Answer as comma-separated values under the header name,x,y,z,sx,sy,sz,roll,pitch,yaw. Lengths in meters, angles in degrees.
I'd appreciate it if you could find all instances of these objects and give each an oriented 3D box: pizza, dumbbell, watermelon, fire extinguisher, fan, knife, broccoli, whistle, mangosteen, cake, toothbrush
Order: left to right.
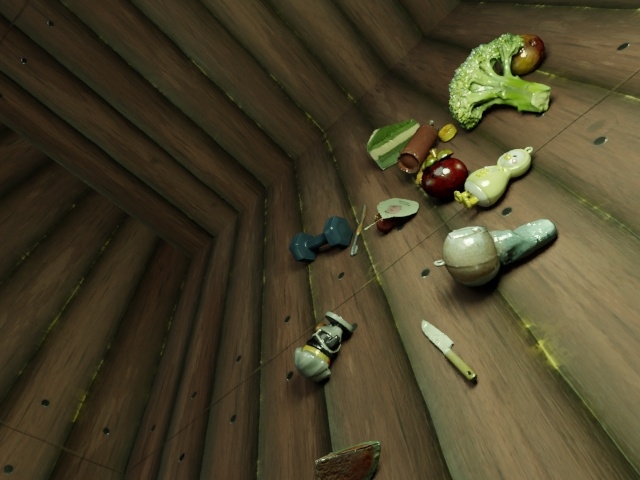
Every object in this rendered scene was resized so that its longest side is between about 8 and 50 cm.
name,x,y,z,sx,sy,sz,roll,pitch,yaw
dumbbell,0.000,0.000,2.042,0.324,0.159,0.144,-23,67,41
watermelon,0.072,0.601,1.091,0.207,0.202,0.136,-43,65,17
toothbrush,0.182,-0.054,1.969,0.031,0.023,0.321,-19,38,34
fan,0.275,-0.110,1.720,0.182,0.010,0.310,18,38,39
cake,0.392,-0.522,2.137,0.283,0.158,0.172,-29,30,33
fire extinguisher,0.453,-0.424,1.899,0.337,0.106,0.148,-52,-22,-35
pizza,0.474,-0.288,1.799,0.161,0.062,0.182,-37,32,9
mangosteen,0.465,-0.258,1.608,0.199,0.200,0.200,-37,28,23
knife,0.358,0.301,1.198,0.047,0.017,0.298,-46,22,1
cake,0.580,-0.489,1.920,0.084,0.044,0.084,-38,26,22
broccoli,0.689,-0.580,1.696,0.398,0.274,0.353,65,153,23
whistle,0.504,0.033,1.225,0.347,0.189,0.189,-17,33,11

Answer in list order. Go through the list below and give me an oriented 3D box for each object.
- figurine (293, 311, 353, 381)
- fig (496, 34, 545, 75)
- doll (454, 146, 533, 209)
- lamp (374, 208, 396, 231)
name,x,y,z,sx,sy,sz,roll,pitch,yaw
figurine,0.000,0.383,1.521,0.236,0.133,0.176,-55,17,-18
fig,0.829,-0.771,1.820,0.159,0.159,0.257,-57,12,-17
doll,0.595,-0.220,1.433,0.296,0.117,0.141,-46,28,7
lamp,0.274,-0.083,1.788,0.101,0.089,0.101,13,-90,-85
